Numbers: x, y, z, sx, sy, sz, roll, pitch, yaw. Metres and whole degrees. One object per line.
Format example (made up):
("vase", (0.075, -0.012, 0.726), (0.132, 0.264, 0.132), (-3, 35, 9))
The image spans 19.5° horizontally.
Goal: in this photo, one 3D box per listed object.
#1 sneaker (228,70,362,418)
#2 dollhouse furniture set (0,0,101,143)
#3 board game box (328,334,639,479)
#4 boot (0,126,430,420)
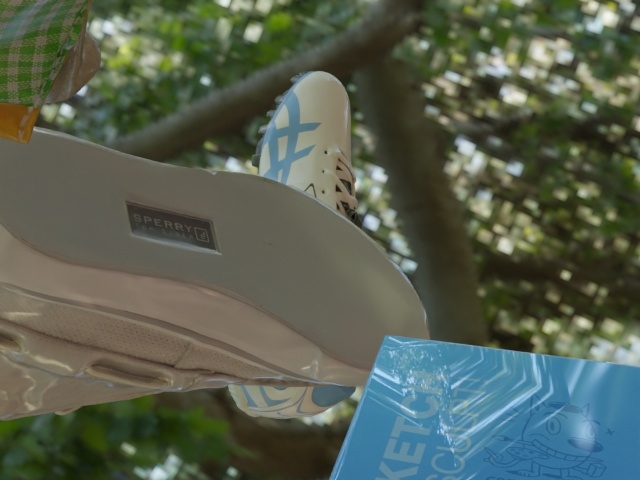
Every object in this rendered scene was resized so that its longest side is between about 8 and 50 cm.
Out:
("sneaker", (0.000, 0.000, 1.145), (0.085, 0.086, 0.237), (52, -142, -53))
("dollhouse furniture set", (-0.182, -0.131, 0.370), (0.151, 0.301, 0.197), (-37, -7, -19))
("board game box", (0.097, 0.158, 0.528), (0.316, 0.242, 0.064), (-66, -22, -52))
("boot", (-0.080, 0.031, 0.830), (0.258, 0.095, 0.123), (20, -44, -36))
